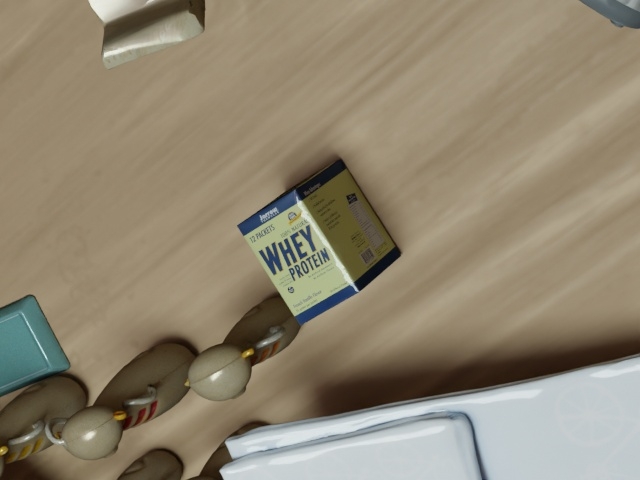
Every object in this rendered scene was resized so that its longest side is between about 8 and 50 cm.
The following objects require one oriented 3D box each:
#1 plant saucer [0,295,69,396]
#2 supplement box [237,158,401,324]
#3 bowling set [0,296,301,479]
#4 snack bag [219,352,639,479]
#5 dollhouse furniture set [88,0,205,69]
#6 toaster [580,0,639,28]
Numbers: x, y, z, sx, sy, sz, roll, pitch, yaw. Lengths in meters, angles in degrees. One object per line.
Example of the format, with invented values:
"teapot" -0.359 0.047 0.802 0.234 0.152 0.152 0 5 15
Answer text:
"plant saucer" -0.291 0.106 1.571 0.192 0.018 0.067 -23 98 30
"supplement box" 0.000 0.000 1.360 0.056 0.083 0.083 -31 93 29
"bowling set" -0.113 0.178 1.437 0.287 0.154 0.200 -24 98 30
"snack bag" 0.137 0.246 1.359 0.342 0.037 0.323 -13 112 15
"dollhouse furniture set" -0.196 -0.314 1.237 0.394 0.256 0.362 -21 119 8
"toaster" 0.158 -0.245 1.174 0.227 0.129 0.146 36 116 10
